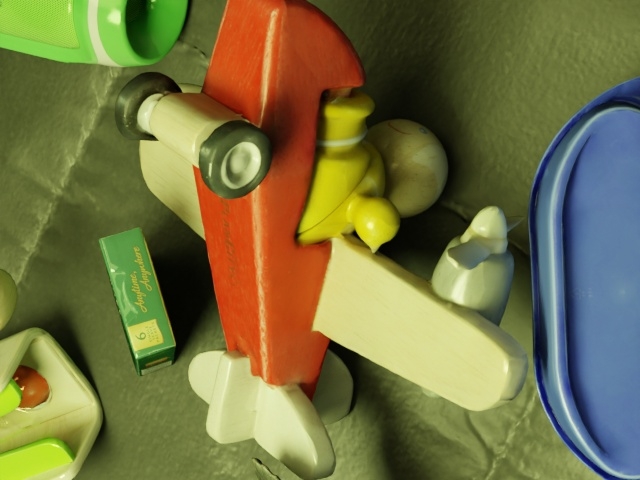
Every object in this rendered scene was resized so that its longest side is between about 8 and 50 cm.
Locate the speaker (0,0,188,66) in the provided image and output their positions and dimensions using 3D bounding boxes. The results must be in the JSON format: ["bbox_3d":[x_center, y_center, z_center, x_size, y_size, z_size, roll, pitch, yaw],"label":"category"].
[{"bbox_3d":[-0.277,-0.247,1.659,0.296,0.131,0.131,15,97,27],"label":"speaker"}]

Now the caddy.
[{"bbox_3d":[0.284,0.036,1.341,0.241,0.179,0.341,-2,89,4],"label":"caddy"}]

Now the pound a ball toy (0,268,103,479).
[{"bbox_3d":[-0.359,0.149,1.680,0.319,0.136,0.208,-24,115,26],"label":"pound a ball toy"}]

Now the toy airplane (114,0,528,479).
[{"bbox_3d":[0.000,0.000,1.467,0.386,0.272,0.384,59,152,6],"label":"toy airplane"}]

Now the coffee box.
[{"bbox_3d":[-0.163,0.058,1.575,0.040,0.184,0.113,-16,81,-7],"label":"coffee box"}]

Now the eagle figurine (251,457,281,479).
[{"bbox_3d":[0.011,0.352,1.457,0.298,0.225,0.226,32,78,-12],"label":"eagle figurine"}]
